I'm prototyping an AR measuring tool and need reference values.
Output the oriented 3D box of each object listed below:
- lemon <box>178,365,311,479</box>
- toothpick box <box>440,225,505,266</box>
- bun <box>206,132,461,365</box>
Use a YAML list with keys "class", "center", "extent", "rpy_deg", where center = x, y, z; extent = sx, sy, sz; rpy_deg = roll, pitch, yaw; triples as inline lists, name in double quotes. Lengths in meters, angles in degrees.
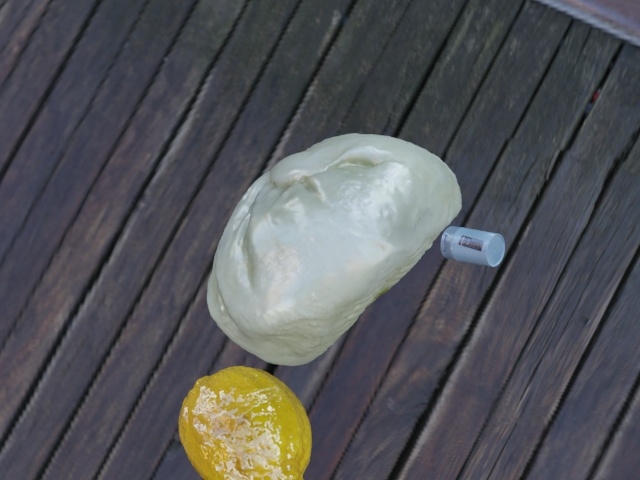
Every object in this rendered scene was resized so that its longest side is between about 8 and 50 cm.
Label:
- class: "lemon"
  center: [-0.081, 0.221, 1.093]
  extent: [0.142, 0.142, 0.187]
  rpy_deg: [-44, 56, 1]
- class: "toothpick box"
  center: [0.228, 0.009, 1.453]
  extent: [0.083, 0.052, 0.052]
  rpy_deg: [10, 81, 42]
- class: "bun"
  center: [0.000, 0.000, 0.896]
  extent: [0.259, 0.259, 0.160]
  rpy_deg: [-45, 86, 1]
